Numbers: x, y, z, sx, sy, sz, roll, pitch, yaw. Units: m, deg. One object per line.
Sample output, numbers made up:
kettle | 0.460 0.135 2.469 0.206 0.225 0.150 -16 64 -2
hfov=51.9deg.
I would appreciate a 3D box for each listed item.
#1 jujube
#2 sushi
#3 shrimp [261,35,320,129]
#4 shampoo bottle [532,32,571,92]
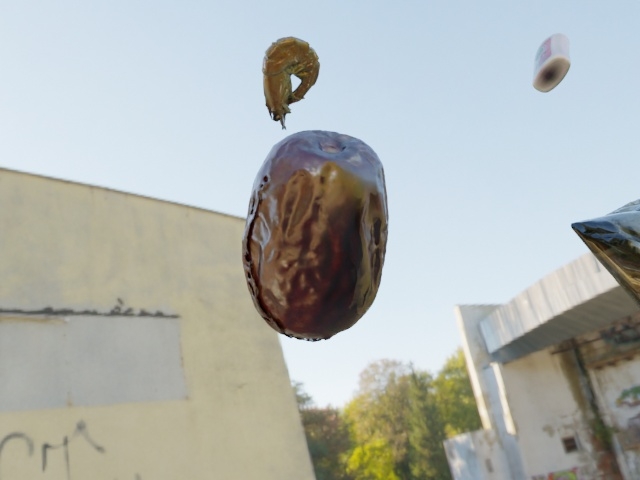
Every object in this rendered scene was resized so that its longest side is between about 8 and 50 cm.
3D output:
jujube | 0.000 0.000 0.771 0.183 0.183 0.243 -2 -59 -25
sushi | 0.400 -0.001 0.774 0.109 0.134 0.273 -42 -17 24
shrimp | -0.055 -0.271 1.137 0.099 0.041 0.180 -4 -44 -14
shampoo bottle | 0.388 -0.303 1.103 0.043 0.099 0.072 25 -43 -7
